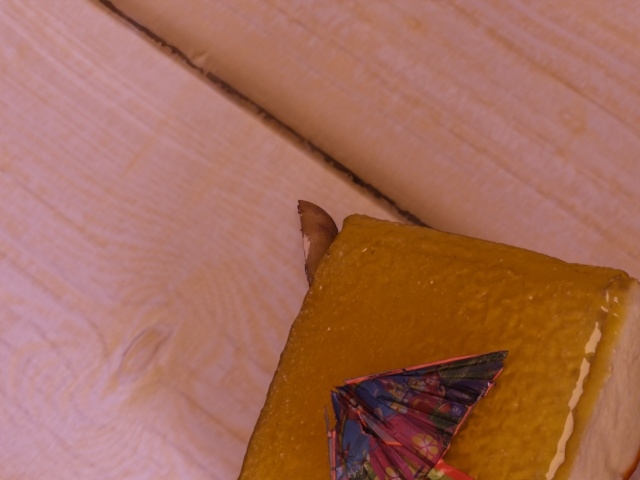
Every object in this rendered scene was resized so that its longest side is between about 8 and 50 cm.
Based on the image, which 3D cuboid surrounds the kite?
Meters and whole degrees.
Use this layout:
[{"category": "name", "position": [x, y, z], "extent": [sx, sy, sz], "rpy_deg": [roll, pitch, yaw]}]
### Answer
[{"category": "kite", "position": [0.066, 0.179, 1.614], "extent": [0.183, 0.014, 0.241], "rpy_deg": [30, 87, 35]}]

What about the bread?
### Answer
[{"category": "bread", "position": [0.115, 0.162, 1.688], "extent": [0.333, 0.143, 0.323], "rpy_deg": [14, 76, 36]}]

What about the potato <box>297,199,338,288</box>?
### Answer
[{"category": "potato", "position": [0.000, -0.001, 1.869], "extent": [0.036, 0.037, 0.093], "rpy_deg": [-8, 70, 1]}]
